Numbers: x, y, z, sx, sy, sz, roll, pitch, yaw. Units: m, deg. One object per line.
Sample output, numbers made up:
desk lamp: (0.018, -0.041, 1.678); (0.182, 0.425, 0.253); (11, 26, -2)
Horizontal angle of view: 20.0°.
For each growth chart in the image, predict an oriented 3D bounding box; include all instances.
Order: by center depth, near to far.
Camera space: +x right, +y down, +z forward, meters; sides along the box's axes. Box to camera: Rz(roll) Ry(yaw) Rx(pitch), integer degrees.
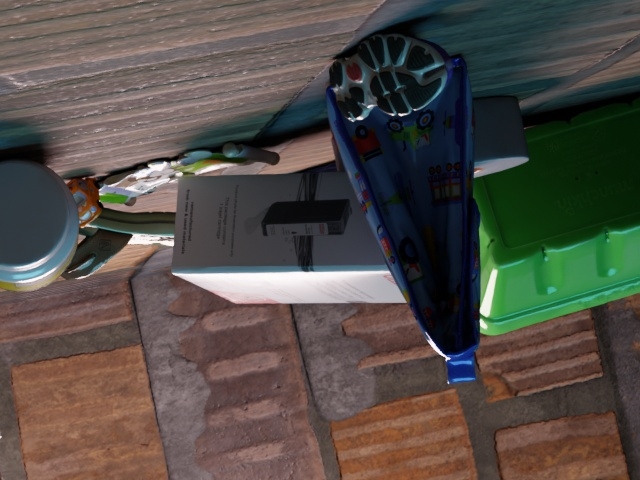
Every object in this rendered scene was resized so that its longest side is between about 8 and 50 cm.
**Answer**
growth chart: (-0.164, -0.074, 2.026); (0.237, 0.021, 0.172); (-14, 175, 26)

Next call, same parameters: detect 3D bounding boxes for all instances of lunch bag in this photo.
lunch bag: (0.100, -0.006, 1.738); (0.138, 0.293, 0.221); (-11, 177, 3)

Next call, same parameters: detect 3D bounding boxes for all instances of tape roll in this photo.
tape roll: (0.125, -0.104, 2.071); (0.219, 0.072, 0.219); (-11, 176, -1)

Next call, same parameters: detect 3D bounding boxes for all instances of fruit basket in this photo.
fruit basket: (0.341, -0.043, 2.403); (0.392, 0.283, 0.392); (-14, 161, -5)

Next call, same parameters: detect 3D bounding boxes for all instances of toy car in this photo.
toy car: (-0.289, -0.035, 1.978); (0.122, 0.060, 0.040); (-22, 140, 33)

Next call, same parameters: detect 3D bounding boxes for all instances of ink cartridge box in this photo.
ink cartridge box: (0.000, 0.000, 2.003); (0.273, 0.114, 0.197); (0, 168, 19)

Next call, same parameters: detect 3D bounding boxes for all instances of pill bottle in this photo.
pill bottle: (-0.291, -0.015, 1.743); (0.119, 0.119, 0.208); (-11, 176, -9)

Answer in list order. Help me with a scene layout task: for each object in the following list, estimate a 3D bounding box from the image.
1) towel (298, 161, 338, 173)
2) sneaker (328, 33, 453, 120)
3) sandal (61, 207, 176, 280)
towel: (0.056, -0.079, 2.507); (0.243, 0.040, 0.336); (-14, 176, 40)
sneaker: (0.065, -0.143, 1.486); (0.071, 0.068, 0.170); (-26, -169, -21)
sandal: (-0.268, 0.006, 2.156); (0.302, 0.086, 0.120); (4, 175, -12)
